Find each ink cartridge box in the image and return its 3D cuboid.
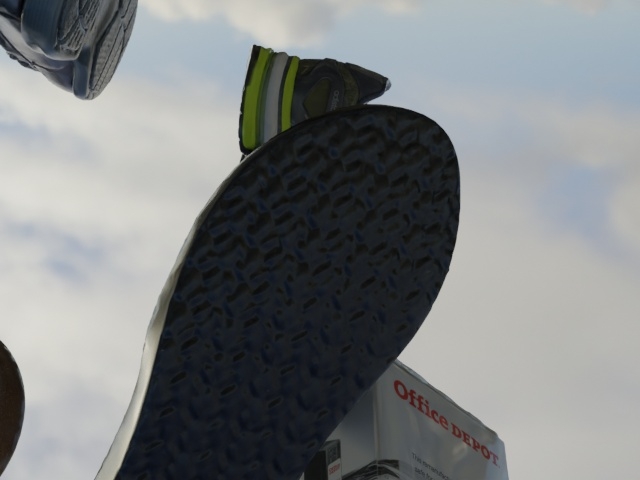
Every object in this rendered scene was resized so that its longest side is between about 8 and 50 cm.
[{"bbox_3d":[0.066,0.255,1.063,0.114,0.197,0.273,-28,-137,29],"label":"ink cartridge box"}]

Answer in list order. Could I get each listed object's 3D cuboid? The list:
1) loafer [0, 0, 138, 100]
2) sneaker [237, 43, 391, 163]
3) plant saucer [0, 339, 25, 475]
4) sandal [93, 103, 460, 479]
[{"bbox_3d":[-0.170,-0.152,0.829,0.084,0.096,0.267,22,178,-2],"label":"loafer"},{"bbox_3d":[0.000,0.000,1.020,0.121,0.300,0.111,0,-172,3],"label":"sneaker"},{"bbox_3d":[-0.486,0.198,1.475,0.310,0.050,0.311,-5,-127,6],"label":"plant saucer"},{"bbox_3d":[-0.064,0.097,0.900,0.167,0.446,0.107,29,-176,-23],"label":"sandal"}]
